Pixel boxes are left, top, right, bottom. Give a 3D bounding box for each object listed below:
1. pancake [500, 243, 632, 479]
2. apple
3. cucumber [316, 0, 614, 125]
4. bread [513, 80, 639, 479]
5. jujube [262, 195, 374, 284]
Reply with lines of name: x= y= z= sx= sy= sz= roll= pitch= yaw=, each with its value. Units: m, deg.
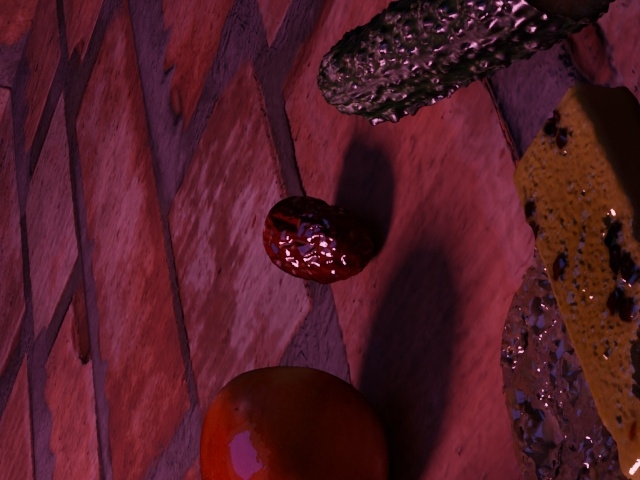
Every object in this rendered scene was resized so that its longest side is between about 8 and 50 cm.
pancake: x=0.191 y=0.084 z=0.783 sx=0.282 sy=0.049 sz=0.282 roll=-24 pitch=63 yaw=59
apple: x=-0.022 y=0.178 z=1.108 sx=0.163 sy=0.163 sz=0.139 roll=-31 pitch=47 yaw=61
cucumber: x=0.091 y=-0.153 z=1.043 sx=0.359 sy=0.096 sz=0.096 roll=156 pitch=119 yaw=-66
bread: x=0.167 y=0.020 z=0.744 sx=0.088 sy=0.049 sz=0.226 roll=-58 pitch=33 yaw=40
jujube: x=0.000 y=0.000 z=1.226 sx=0.129 sy=0.077 sz=0.077 roll=11 pitch=93 yaw=55
